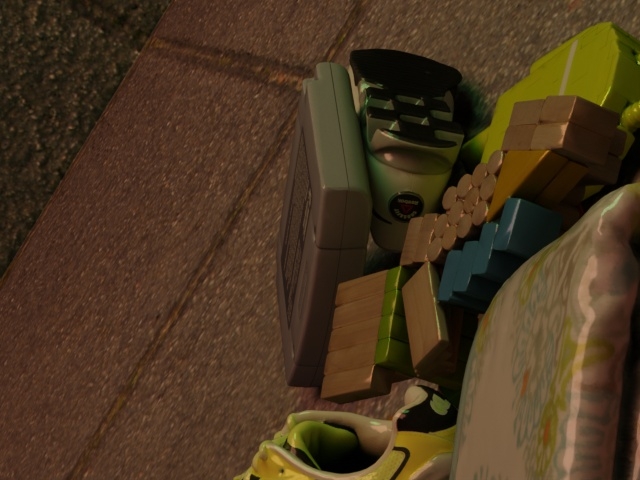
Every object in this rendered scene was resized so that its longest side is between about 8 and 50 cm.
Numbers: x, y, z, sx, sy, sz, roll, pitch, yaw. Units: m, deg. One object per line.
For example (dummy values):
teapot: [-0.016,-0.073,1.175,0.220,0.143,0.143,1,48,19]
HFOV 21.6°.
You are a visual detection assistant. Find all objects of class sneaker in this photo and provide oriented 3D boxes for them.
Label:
sneaker: [0.073,-0.096,1.692,0.330,0.122,0.146,-79,1,-65]
sneaker: [-0.016,0.207,1.310,0.385,0.147,0.145,-20,13,31]

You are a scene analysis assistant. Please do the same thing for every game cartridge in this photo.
game cartridge: [0.000,0.000,1.635,0.297,0.062,0.198,101,162,-48]

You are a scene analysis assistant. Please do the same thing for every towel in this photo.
towel: [0.143,0.177,1.017,0.320,0.090,0.374,125,154,-78]

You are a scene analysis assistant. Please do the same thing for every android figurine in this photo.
android figurine: [0.210,-0.090,1.493,0.273,0.056,0.248,-35,30,50]

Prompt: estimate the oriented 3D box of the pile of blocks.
pile of blocks: [0.139,0.031,1.337,0.362,0.113,0.149,-48,34,40]

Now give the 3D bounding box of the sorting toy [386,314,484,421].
sorting toy: [0.125,0.142,1.383,0.307,0.041,0.229,-43,25,34]
